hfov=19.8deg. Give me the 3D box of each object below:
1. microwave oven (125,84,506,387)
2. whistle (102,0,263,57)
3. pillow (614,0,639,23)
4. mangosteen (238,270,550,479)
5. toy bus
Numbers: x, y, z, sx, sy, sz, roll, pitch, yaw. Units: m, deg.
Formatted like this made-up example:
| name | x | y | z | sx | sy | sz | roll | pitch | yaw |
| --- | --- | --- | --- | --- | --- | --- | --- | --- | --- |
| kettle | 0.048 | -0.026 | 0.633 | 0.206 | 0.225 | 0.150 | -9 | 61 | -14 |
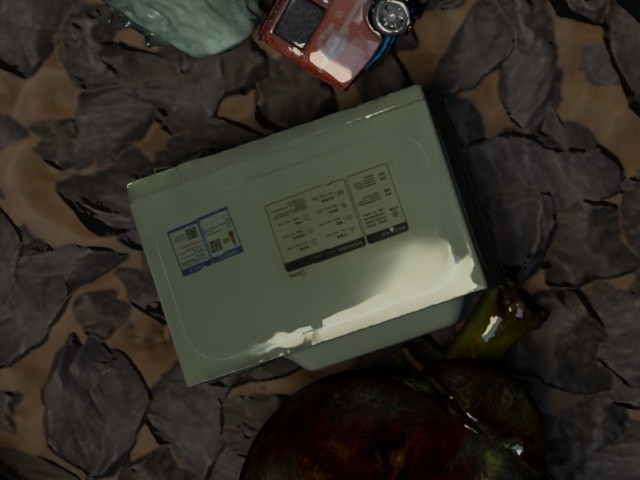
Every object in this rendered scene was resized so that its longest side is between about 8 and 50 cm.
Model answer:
| name | x | y | z | sx | sy | sz | roll | pitch | yaw |
| --- | --- | --- | --- | --- | --- | --- | --- | --- | --- |
| microwave oven | 0.000 | 0.000 | 1.212 | 0.208 | 0.122 | 0.162 | -18 | 87 | 11 |
| whistle | -0.170 | -0.243 | 1.146 | 0.189 | 0.189 | 0.348 | -40 | 124 | 17 |
| pillow | 0.274 | -0.159 | 1.174 | 0.208 | 0.055 | 0.141 | 44 | 118 | -1 |
| mangosteen | 0.075 | 0.159 | 1.261 | 0.231 | 0.231 | 0.289 | 39 | 70 | -11 |
| toy bus | 0.049 | -0.210 | 1.173 | 0.096 | 0.073 | 0.235 | 28 | 111 | 0 |
